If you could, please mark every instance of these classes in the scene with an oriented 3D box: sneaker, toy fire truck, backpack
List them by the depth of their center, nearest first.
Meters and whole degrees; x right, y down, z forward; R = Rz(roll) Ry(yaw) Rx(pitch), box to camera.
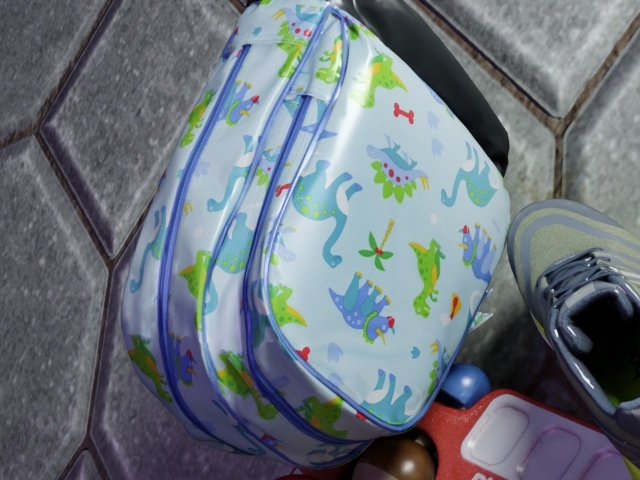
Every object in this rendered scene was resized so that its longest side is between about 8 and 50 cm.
[{"bbox_3d":[0.205,0.053,1.056,0.111,0.121,0.300,-37,38,7],"label":"sneaker"},{"bbox_3d":[0.090,0.219,1.143,0.254,0.169,0.302,-50,36,-14],"label":"toy fire truck"},{"bbox_3d":[0.000,0.000,1.155,0.273,0.290,0.355,19,67,51],"label":"backpack"}]
